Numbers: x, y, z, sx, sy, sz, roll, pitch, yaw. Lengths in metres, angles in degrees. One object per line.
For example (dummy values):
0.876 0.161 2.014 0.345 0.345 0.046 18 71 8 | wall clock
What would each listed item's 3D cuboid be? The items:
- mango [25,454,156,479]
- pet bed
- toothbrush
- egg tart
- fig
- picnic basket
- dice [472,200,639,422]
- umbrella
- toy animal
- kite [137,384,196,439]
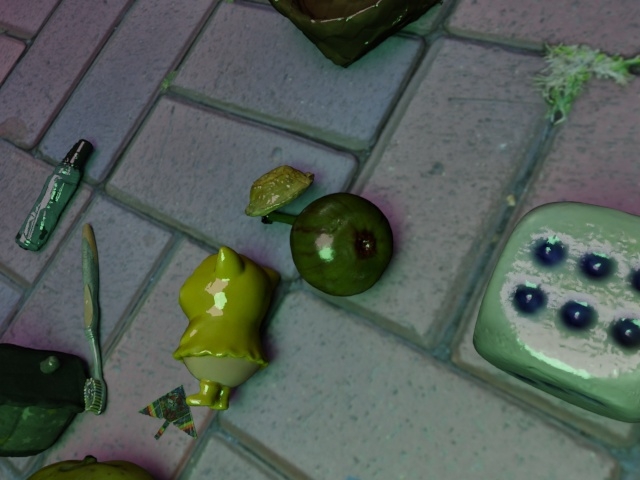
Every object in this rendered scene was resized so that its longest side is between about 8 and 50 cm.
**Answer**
-0.355 0.463 0.751 0.253 0.182 0.364 38 98 27 | mango
-0.500 0.229 0.870 0.183 0.211 0.159 32 88 37 | pet bed
-0.410 0.126 0.986 0.028 0.037 0.374 -22 60 10 | toothbrush
-0.069 -0.085 0.885 0.129 0.049 0.128 -26 17 9 | egg tart
0.000 0.000 0.841 0.151 0.151 0.259 -61 27 -9 | fig
0.020 -0.507 0.908 0.293 0.337 0.337 -33 61 7 | picnic basket
0.298 0.080 0.622 0.193 0.192 0.194 23 78 27 | dice
-0.532 -0.093 1.112 0.053 0.052 0.250 22 79 29 | umbrella
-0.138 0.128 0.806 0.156 0.156 0.229 2 71 23 | toy animal
-0.235 0.272 0.868 0.122 0.004 0.090 18 76 27 | kite
